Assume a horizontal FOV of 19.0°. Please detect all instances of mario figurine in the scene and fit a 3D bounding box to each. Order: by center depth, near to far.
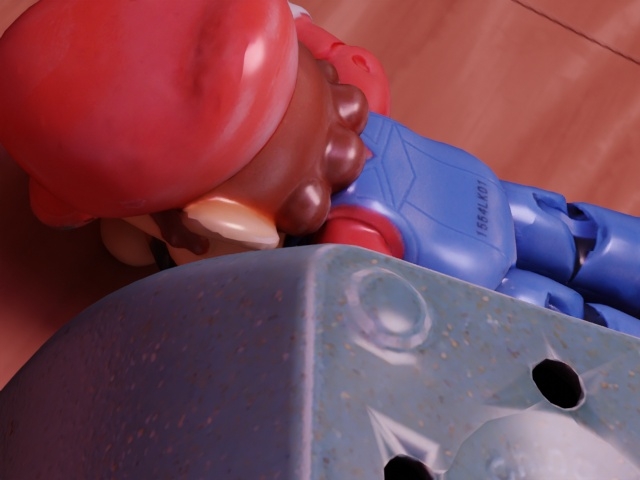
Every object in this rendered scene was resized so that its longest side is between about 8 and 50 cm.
[{"bbox_3d":[0.000,0.000,0.802,0.320,0.170,0.198,28,7,-23],"label":"mario figurine"}]

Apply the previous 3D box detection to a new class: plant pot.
[{"bbox_3d":[0.010,0.143,0.563,0.248,0.252,0.247,18,47,-17],"label":"plant pot"}]
